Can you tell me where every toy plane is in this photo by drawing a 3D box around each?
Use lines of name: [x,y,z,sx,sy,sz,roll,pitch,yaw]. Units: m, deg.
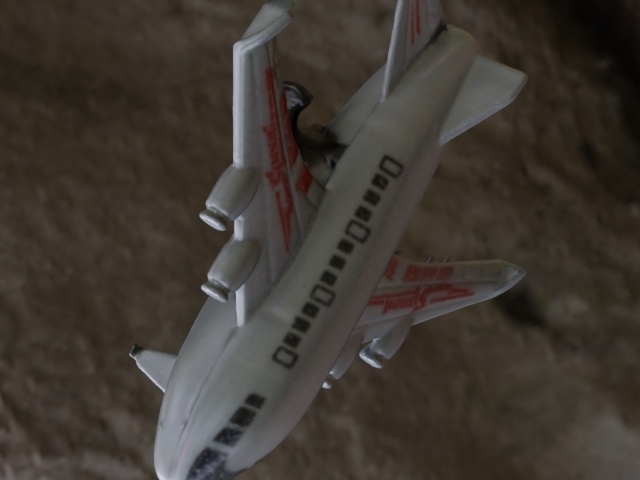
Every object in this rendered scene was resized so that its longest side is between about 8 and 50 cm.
toy plane: [0.000,0.000,0.585,0.065,0.171,0.162,36,175,41]
